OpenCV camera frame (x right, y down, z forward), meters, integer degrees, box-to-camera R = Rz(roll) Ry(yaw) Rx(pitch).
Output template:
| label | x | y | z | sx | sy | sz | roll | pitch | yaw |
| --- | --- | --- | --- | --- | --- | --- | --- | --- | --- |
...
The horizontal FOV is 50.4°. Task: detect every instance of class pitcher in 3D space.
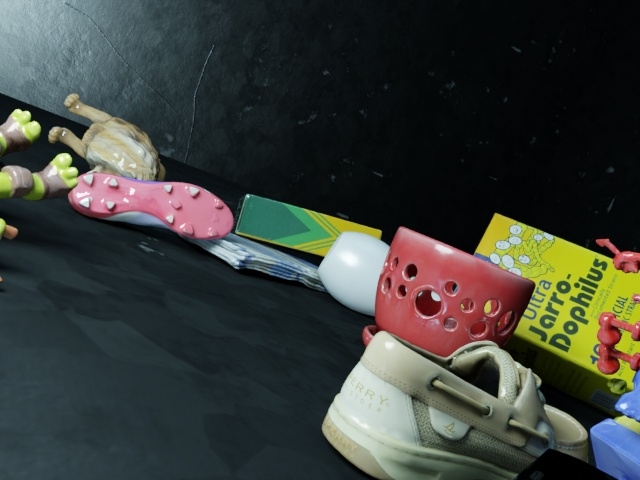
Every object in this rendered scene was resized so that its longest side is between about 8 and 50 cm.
| label | x | y | z | sx | sy | sz | roll | pitch | yaw |
| --- | --- | --- | --- | --- | --- | --- | --- | --- | --- |
| pitcher | 0.099 | 0.078 | 1.175 | 0.207 | 0.125 | 0.178 | 33 | -9 | -3 |

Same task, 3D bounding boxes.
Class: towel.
| label | x | y | z | sx | sy | sz | roll | pitch | yaw |
| --- | --- | --- | --- | --- | --- | --- | --- | --- | --- |
| towel | -0.103 | 0.030 | 1.199 | 0.209 | 0.034 | 0.285 | 25 | 3 | 42 |

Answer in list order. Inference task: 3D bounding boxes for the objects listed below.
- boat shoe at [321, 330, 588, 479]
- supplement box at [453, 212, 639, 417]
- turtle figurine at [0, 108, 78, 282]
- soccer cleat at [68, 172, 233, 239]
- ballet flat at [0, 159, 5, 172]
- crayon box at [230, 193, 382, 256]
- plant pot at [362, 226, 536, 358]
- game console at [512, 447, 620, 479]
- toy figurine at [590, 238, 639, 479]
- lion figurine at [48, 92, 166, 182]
| label | x | y | z | sx | sy | sz | roll | pitch | yaw |
| --- | --- | --- | --- | --- | --- | --- | --- | --- | --- |
| boat shoe | 0.156 | 0.155 | 0.614 | 0.341 | 0.110 | 0.122 | 18 | 7 | -43 |
| supplement box | 0.422 | 0.135 | 1.167 | 0.357 | 0.194 | 0.195 | 24 | -19 | 21 |
| turtle figurine | -0.347 | -0.053 | 0.662 | 0.270 | 0.087 | 0.217 | 36 | 28 | 12 |
| soccer cleat | -0.258 | -0.053 | 1.049 | 0.248 | 0.082 | 0.095 | 10 | -6 | -22 |
| ballet flat | -0.454 | -0.085 | 0.764 | 0.203 | 0.074 | 0.074 | 16 | 7 | -10 |
| crayon box | -0.013 | -0.011 | 1.377 | 0.323 | 0.083 | 0.203 | 16 | -2 | -11 |
| plant pot | 0.158 | 0.093 | 0.889 | 0.191 | 0.174 | 0.191 | 22 | 6 | -3 |
| game console | 0.191 | 0.220 | 0.391 | 0.213 | 0.043 | 0.361 | 25 | 9 | 29 |
| toy figurine | 0.314 | 0.204 | 0.677 | 0.191 | 0.217 | 0.362 | 24 | -38 | 46 |
| lion figurine | -0.385 | -0.159 | 1.359 | 0.240 | 0.142 | 0.392 | 31 | 2 | 5 |
